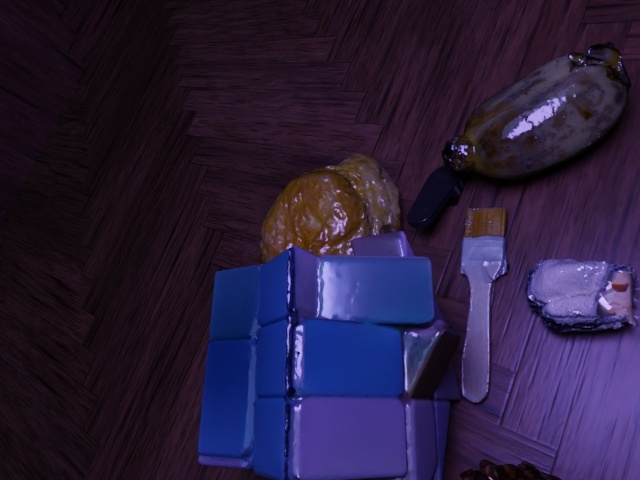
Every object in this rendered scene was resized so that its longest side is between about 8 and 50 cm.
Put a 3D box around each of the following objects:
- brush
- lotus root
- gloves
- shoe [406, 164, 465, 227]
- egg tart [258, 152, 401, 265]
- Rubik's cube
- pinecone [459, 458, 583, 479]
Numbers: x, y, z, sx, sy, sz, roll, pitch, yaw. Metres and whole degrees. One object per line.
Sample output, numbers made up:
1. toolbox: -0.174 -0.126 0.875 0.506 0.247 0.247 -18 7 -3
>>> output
1. brush: 0.270 0.100 0.833 0.085 0.020 0.336 -1 69 32
2. lotus root: 0.354 -0.200 0.836 0.309 0.173 0.173 -29 56 19
3. gloves: 0.383 0.083 0.735 0.153 0.070 0.114 0 77 40
4. shoe: 0.222 -0.078 0.926 0.071 0.049 0.179 5 48 46
5. egg tart: 0.000 0.000 0.976 0.352 0.153 0.339 -27 59 22
6. Rubik's cube: 0.020 0.196 0.726 0.358 0.368 0.387 -9 70 31
7. pinecone: 0.240 0.392 0.593 0.272 0.224 0.224 -53 50 16
